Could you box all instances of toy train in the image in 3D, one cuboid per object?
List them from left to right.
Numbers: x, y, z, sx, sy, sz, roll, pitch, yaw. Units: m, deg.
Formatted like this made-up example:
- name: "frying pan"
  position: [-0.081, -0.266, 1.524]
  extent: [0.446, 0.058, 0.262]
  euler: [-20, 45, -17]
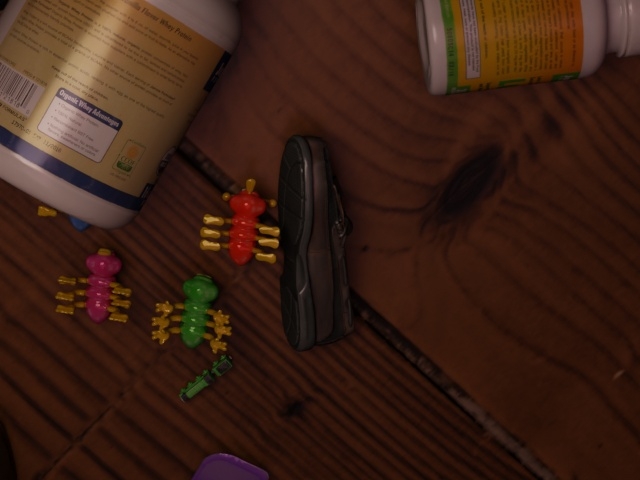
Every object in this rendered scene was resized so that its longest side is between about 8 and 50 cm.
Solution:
- name: "toy train"
  position: [-0.140, 0.170, 1.621]
  extent: [0.083, 0.024, 0.017]
  euler: [-40, 105, 10]

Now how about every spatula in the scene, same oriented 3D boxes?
- name: "spatula"
  position: [-0.168, 0.389, 1.686]
  extent: [0.084, 0.030, 0.296]
  euler: [28, 105, -9]

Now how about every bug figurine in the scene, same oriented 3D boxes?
- name: "bug figurine"
  position: [-0.190, 0.011, 1.538]
  extent: [0.279, 0.072, 0.216]
  euler: [13, 101, 1]

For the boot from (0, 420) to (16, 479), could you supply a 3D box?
- name: "boot"
  position: [-0.492, 0.338, 1.631]
  extent: [0.220, 0.109, 0.283]
  euler: [7, 115, 0]

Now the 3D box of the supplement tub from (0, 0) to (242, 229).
- name: "supplement tub"
  position: [-0.221, -0.195, 1.380]
  extent: [0.228, 0.228, 0.316]
  euler: [31, 94, -11]

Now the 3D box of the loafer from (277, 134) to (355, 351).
- name: "loafer"
  position: [0.000, 0.000, 1.549]
  extent: [0.084, 0.096, 0.267]
  euler: [-8, 116, -20]

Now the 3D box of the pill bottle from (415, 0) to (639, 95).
- name: "pill bottle"
  position: [0.232, -0.238, 1.445]
  extent: [0.245, 0.136, 0.136]
  euler: [-7, 108, 0]

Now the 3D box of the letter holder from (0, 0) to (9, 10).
- name: "letter holder"
  position: [-0.495, -0.303, 1.390]
  extent: [0.302, 0.152, 0.214]
  euler: [-26, 78, 6]
